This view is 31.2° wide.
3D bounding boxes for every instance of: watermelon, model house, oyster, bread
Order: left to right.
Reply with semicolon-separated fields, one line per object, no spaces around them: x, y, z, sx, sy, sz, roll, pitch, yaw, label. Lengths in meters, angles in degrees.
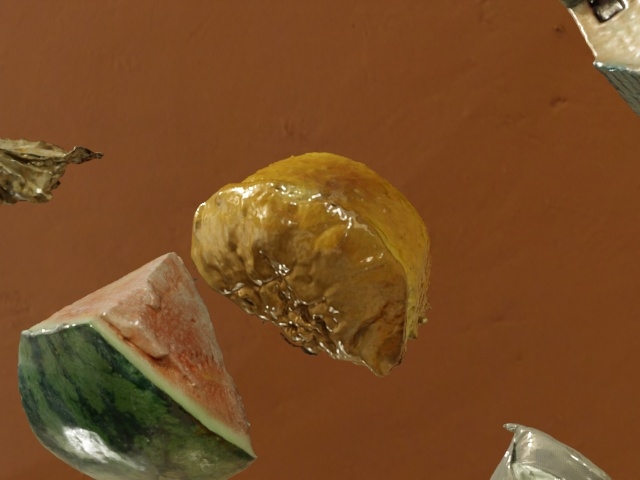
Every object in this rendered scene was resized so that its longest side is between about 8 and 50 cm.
-0.276;-0.062;0.997;0.105;0.177;0.056;16;-72;27;oyster
-0.254;0.165;1.415;0.251;0.292;0.283;-29;-58;8;watermelon
0.000;0.000;1.022;0.229;0.143;0.139;27;-52;16;bread
0.419;-0.199;1.265;0.194;0.324;0.267;-32;-43;25;model house

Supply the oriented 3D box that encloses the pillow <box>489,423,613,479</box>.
0.214;0.322;1.185;0.169;0.059;0.255;32;-63;28;pillow
